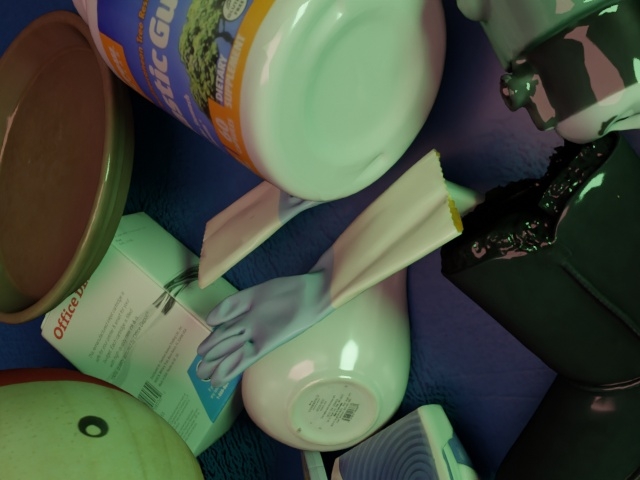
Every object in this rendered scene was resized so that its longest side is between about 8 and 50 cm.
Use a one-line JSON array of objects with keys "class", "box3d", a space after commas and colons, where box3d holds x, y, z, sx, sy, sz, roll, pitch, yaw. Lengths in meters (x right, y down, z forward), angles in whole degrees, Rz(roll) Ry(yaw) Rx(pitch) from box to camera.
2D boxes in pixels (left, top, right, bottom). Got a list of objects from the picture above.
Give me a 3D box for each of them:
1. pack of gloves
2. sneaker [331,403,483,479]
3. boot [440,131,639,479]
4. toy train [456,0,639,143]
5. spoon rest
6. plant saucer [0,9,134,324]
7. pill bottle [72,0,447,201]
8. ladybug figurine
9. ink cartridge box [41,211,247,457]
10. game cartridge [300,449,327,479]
[{"class": "pack of gloves", "box3d": [0.000, 0.000, 0.518, 0.232, 0.195, 0.046, -35, 123, 26]}, {"class": "sneaker", "box3d": [0.127, 0.297, 0.551, 0.127, 0.182, 0.315, -35, 57, 28]}, {"class": "boot", "box3d": [0.150, 0.070, 0.461, 0.207, 0.094, 0.246, 40, 112, -10]}, {"class": "toy train", "box3d": [0.129, -0.216, 0.375, 0.190, 0.142, 0.333, -26, 88, 1]}, {"class": "spoon rest", "box3d": [0.035, 0.061, 0.552, 0.137, 0.084, 0.276, 20, 118, -17]}, {"class": "plant saucer", "box3d": [-0.248, -0.064, 0.635, 0.278, 0.041, 0.277, -8, 78, 41]}, {"class": "pill bottle", "box3d": [-0.062, -0.148, 0.482, 0.272, 0.152, 0.152, 35, 118, 37]}, {"class": "ladybug figurine", "box3d": [-0.225, 0.229, 0.625, 0.305, 0.162, 0.449, 50, 148, -9]}, {"class": "ink cartridge box", "box3d": [-0.146, 0.086, 0.653, 0.191, 0.082, 0.139, 39, 117, 14]}, {"class": "game cartridge", "box3d": [-0.005, 0.208, 0.618, 0.017, 0.083, 0.055, -5, 101, -9]}]
